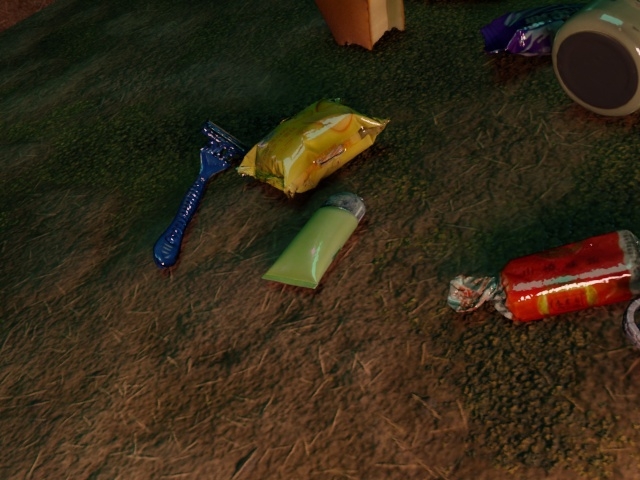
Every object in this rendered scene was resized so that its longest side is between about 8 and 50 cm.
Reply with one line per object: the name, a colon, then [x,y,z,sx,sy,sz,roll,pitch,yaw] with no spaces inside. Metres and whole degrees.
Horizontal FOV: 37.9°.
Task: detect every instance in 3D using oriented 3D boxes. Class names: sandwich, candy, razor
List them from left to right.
razor: [-0.205,-0.063,1.503,0.056,0.093,0.324,-46,17,44]
sandwich: [0.053,-0.483,1.821,0.108,0.186,0.220,-37,54,-23]
candy: [0.400,-0.354,1.558,0.275,0.070,0.145,-9,32,3]
candy: [0.289,0.042,1.078,0.292,0.059,0.086,-13,36,13]

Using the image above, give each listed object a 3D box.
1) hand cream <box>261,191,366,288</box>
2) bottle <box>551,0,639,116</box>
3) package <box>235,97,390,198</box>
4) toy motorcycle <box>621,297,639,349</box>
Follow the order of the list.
hand cream: [0.000,0.000,1.307,0.095,0.046,0.175,10,51,36]
bottle: [0.504,-0.331,1.394,0.347,0.168,0.168,-38,37,-29]
package: [-0.012,-0.154,1.483,0.226,0.090,0.168,-36,35,-18]
toy motorcycle: [0.404,0.063,0.965,0.205,0.076,0.114,-36,61,-26]
